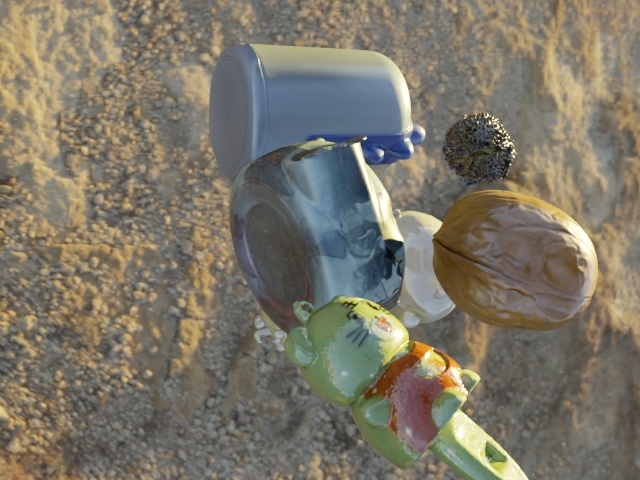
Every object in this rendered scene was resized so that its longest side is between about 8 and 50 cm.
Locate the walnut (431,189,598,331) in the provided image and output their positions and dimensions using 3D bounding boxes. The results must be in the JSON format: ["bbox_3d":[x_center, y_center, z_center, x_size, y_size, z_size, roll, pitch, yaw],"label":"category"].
[{"bbox_3d":[0.236,0.026,1.058,0.207,0.167,0.167,19,82,-1],"label":"walnut"}]

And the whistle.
[{"bbox_3d":[0.084,0.151,0.841,0.106,0.288,0.131,-59,166,29],"label":"whistle"}]

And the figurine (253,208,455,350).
[{"bbox_3d":[0.053,0.064,1.527,0.394,0.227,0.275,-25,111,0],"label":"figurine"}]

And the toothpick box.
[{"bbox_3d":[0.007,-0.212,1.504,0.354,0.263,0.263,-4,99,-25],"label":"toothpick box"}]

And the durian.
[{"bbox_3d":[0.166,-0.099,0.915,0.080,0.091,0.080,-3,122,-5],"label":"durian"}]

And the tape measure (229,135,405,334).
[{"bbox_3d":[0.000,0.000,1.105,0.147,0.275,0.256,-21,98,-29],"label":"tape measure"}]
